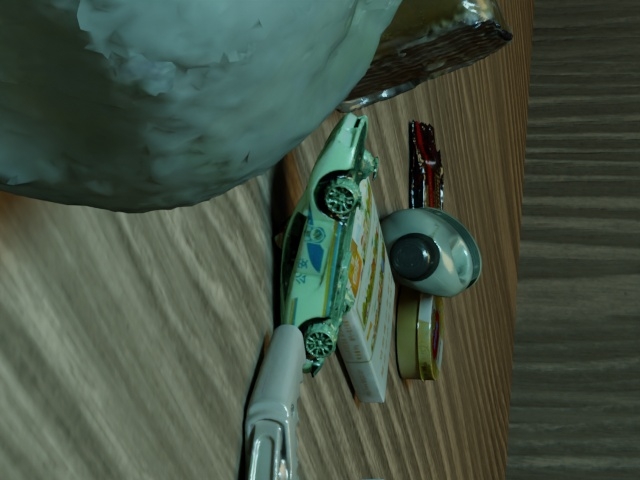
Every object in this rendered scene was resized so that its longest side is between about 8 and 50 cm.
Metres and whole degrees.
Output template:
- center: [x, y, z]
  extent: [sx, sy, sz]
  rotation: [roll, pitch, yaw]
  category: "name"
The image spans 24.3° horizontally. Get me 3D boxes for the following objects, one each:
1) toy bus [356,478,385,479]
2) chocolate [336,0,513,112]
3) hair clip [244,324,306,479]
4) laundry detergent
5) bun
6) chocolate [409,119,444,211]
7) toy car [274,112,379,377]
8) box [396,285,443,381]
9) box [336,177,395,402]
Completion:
- center: [0.080, 0.310, 1.008]
  extent: [0.194, 0.232, 0.287]
  rotation: [59, 36, -62]
  category: "toy bus"
- center: [0.053, -0.158, 1.052]
  extent: [0.214, 0.148, 0.093]
  rotation: [-17, 88, -81]
  category: "chocolate"
- center: [-0.034, 0.152, 0.919]
  extent: [0.072, 0.034, 0.225]
  rotation: [61, 31, -65]
  category: "hair clip"
- center: [0.102, 0.012, 1.421]
  extent: [0.099, 0.070, 0.226]
  rotation: [54, 10, 5]
  category: "laundry detergent"
- center: [-0.043, -0.175, 0.484]
  extent: [0.354, 0.194, 0.354]
  rotation: [-1, 90, -77]
  category: "bun"
- center: [0.113, -0.039, 1.614]
  extent: [0.086, 0.028, 0.182]
  rotation: [-4, 93, -71]
  category: "chocolate"
- center: [0.000, 0.000, 1.015]
  extent: [0.093, 0.058, 0.186]
  rotation: [-60, 161, -67]
  category: "toy car"
- center: [0.104, 0.095, 1.550]
  extent: [0.105, 0.037, 0.105]
  rotation: [0, 90, -78]
  category: "box"
- center: [0.032, 0.036, 1.226]
  extent: [0.220, 0.032, 0.122]
  rotation: [72, 23, -58]
  category: "box"
